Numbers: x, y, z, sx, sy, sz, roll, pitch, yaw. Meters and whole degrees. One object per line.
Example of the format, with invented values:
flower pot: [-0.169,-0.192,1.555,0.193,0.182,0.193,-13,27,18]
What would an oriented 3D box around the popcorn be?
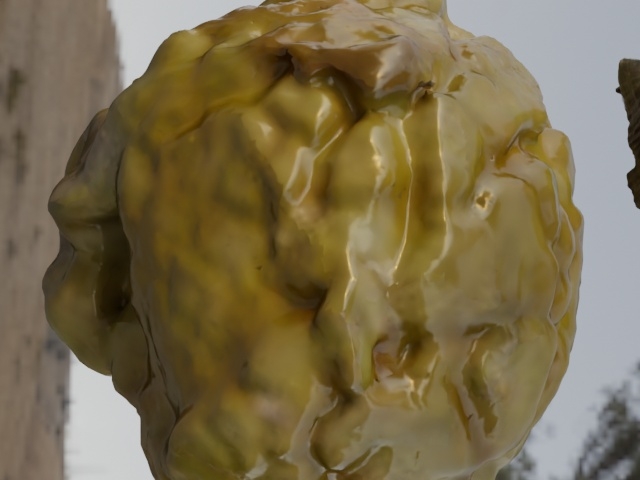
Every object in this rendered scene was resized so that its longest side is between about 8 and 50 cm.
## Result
popcorn: [0.013,0.010,1.047,0.344,0.354,0.390,-48,-126,13]

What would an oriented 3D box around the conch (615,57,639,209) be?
conch: [0.282,-0.067,1.022,0.163,0.178,0.245,56,31,-63]
